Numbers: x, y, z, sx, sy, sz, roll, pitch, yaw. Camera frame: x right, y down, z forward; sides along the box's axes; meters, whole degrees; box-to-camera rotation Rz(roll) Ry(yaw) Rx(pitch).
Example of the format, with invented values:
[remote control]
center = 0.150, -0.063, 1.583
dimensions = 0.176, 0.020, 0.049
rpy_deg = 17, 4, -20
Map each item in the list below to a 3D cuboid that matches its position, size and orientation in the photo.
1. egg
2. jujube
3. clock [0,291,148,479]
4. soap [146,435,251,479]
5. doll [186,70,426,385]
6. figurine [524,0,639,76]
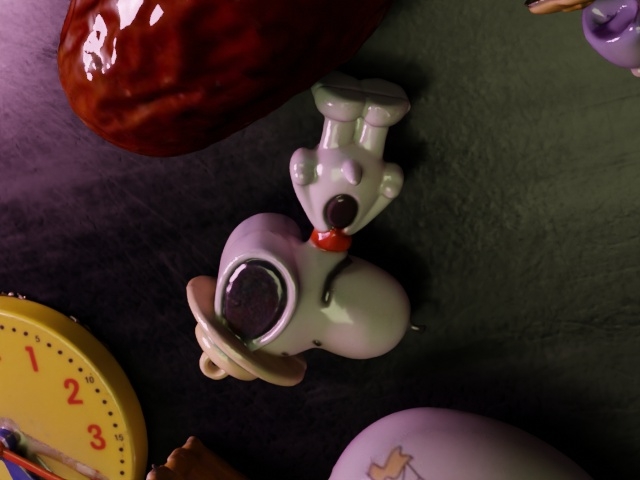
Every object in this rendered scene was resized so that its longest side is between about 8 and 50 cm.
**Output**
[egg]
center = 0.136, 0.253, 1.432
dimensions = 0.271, 0.196, 0.196
rpy_deg = 27, 116, 16
[jujube]
center = -0.078, -0.203, 1.333
dimensions = 0.223, 0.223, 0.318
rpy_deg = 48, 123, -2
[clock]
center = -0.308, 0.198, 1.634
dimensions = 0.277, 0.071, 0.293
rpy_deg = -11, 105, 23
[soap]
center = -0.059, 0.316, 1.481
dimensions = 0.281, 0.259, 0.143
rpy_deg = 39, 97, 5
[doll]
center = -0.019, -0.009, 1.436
dimensions = 0.208, 0.144, 0.271
rpy_deg = -6, 112, -1
[figurine]
center = 0.299, -0.124, 1.256
dimensions = 0.208, 0.181, 0.257
rpy_deg = -36, 103, -2
